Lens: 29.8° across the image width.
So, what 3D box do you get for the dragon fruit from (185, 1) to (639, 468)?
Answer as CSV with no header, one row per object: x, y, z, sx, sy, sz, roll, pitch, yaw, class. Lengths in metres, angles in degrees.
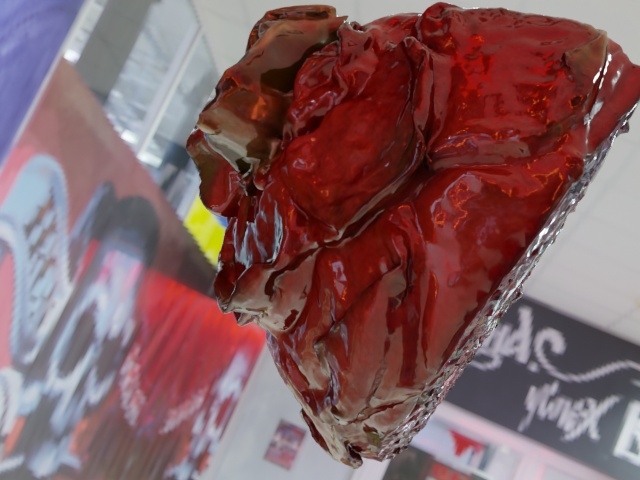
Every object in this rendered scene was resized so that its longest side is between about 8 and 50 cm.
0.000,0.000,0.645,0.205,0.152,0.317,35,-46,12,dragon fruit
